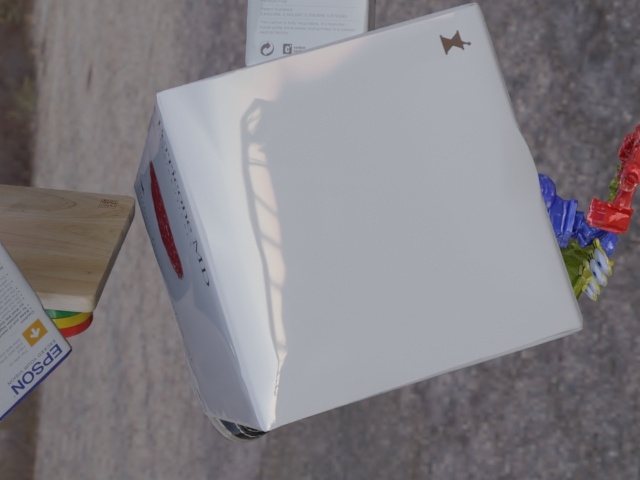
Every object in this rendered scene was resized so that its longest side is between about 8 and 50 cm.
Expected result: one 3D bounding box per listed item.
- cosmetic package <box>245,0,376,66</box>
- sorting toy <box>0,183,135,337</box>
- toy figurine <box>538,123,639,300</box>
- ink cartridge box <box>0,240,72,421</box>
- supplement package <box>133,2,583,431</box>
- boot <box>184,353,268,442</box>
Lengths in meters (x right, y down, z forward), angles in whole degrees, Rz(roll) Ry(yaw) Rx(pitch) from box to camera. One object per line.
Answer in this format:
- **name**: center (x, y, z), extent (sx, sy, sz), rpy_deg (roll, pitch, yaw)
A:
- **cosmetic package**: center (-0.002, -0.394, 1.621), extent (0.217, 0.156, 0.385), rpy_deg (-35, -51, -85)
- **sorting toy**: center (-0.385, 0.030, 1.624), extent (0.255, 0.257, 0.089), rpy_deg (-81, -3, -60)
- **toy figurine**: center (0.232, -0.052, 1.440), extent (0.362, 0.217, 0.191), rpy_deg (64, -135, -77)
- **ink cartridge box**: center (-0.417, 0.100, 1.139), extent (0.071, 0.324, 0.330), rpy_deg (29, 154, 36)
- **supplement package**: center (0.000, 0.000, 0.758), extent (0.293, 0.175, 0.178), rpy_deg (148, 105, -78)
- **boot**: center (-0.070, 0.107, 1.922), extent (0.284, 0.138, 0.377), rpy_deg (-14, 80, 43)
